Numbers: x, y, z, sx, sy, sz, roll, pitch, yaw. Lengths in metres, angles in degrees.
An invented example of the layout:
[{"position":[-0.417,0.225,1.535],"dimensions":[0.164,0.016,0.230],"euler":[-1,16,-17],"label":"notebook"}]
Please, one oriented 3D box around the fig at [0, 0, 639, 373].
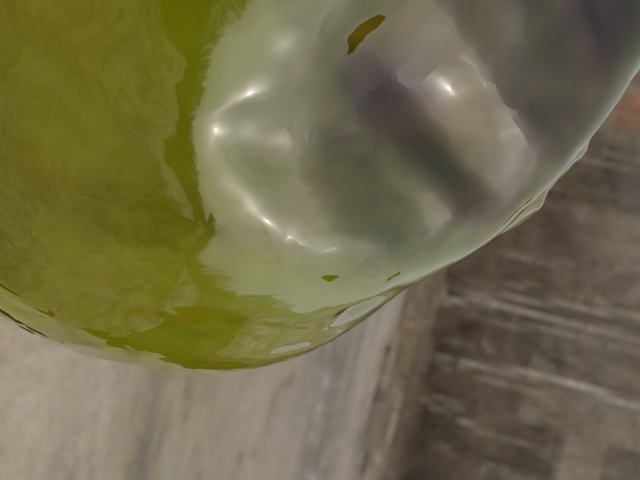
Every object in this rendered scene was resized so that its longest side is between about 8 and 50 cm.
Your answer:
[{"position":[-0.042,-0.106,0.451],"dimensions":[0.239,0.271,0.239],"euler":[-51,-179,1],"label":"fig"}]
